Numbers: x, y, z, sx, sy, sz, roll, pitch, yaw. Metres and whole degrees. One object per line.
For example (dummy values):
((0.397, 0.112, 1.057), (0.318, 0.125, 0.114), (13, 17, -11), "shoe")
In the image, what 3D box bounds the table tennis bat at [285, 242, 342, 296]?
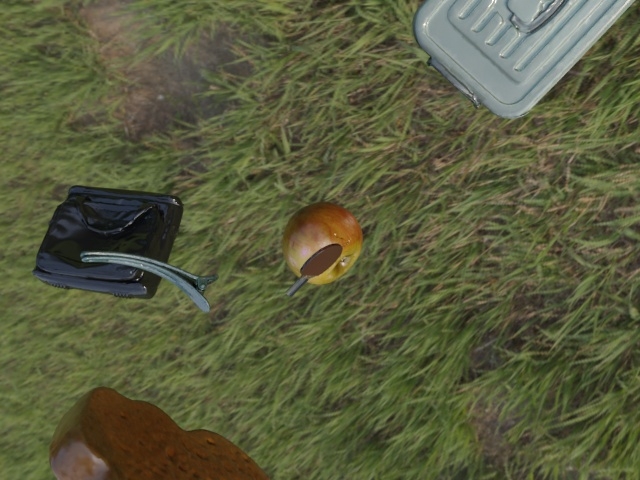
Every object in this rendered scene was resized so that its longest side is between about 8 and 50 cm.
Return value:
((-0.008, 0.032, 0.761), (0.083, 0.050, 0.007), (-46, 65, 20), "table tennis bat")

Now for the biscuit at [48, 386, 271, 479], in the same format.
((-0.056, 0.230, 0.516), (0.334, 0.202, 0.047), (42, 95, -17), "biscuit")

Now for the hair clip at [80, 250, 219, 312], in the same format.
((-0.285, 0.053, 1.171), (0.230, 0.070, 0.039), (21, 150, -18), "hair clip")

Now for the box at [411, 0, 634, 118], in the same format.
((0.223, -0.264, 0.759), (0.163, 0.135, 0.243), (40, 106, -5), "box")

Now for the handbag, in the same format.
((-0.440, -0.006, 1.446), (0.275, 0.244, 0.088), (6, 151, 15), "handbag")

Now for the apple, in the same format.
((0.000, 0.000, 1.227), (0.147, 0.146, 0.146), (14, 115, 32), "apple")
